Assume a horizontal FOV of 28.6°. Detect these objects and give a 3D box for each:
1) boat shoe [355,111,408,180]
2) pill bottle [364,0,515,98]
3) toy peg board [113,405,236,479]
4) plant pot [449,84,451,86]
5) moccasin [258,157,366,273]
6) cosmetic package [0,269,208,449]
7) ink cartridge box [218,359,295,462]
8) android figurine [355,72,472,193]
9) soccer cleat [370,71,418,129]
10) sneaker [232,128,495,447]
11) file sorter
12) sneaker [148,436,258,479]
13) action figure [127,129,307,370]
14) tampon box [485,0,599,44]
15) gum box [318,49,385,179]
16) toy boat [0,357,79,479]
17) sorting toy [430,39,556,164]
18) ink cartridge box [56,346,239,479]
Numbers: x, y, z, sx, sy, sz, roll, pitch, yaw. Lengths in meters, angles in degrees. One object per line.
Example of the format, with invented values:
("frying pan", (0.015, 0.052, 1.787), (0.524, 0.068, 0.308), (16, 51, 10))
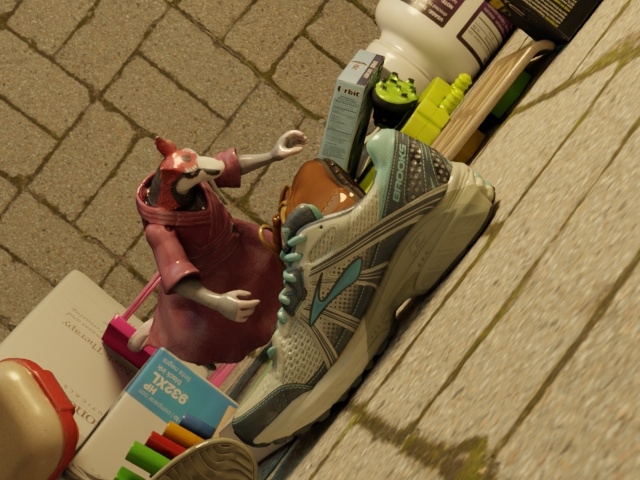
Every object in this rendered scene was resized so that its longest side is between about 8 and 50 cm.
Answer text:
("boat shoe", (0.129, -0.172, 2.097), (0.206, 0.075, 0.065), (-45, 49, 17))
("pill bottle", (0.205, -0.357, 1.833), (0.323, 0.181, 0.181), (-52, 4, -1))
("toy peg board", (-0.163, 0.243, 1.244), (0.161, 0.079, 0.160), (-59, 2, 18))
("plant pot", (0.181, -0.319, 2.027), (0.167, 0.167, 0.165), (-48, 13, 47))
("moccasin", (0.002, 0.002, 1.403), (0.147, 0.139, 0.380), (-43, 14, 3))
("cosmetic package", (-0.458, 0.328, 2.211), (0.327, 0.329, 0.393), (-50, 5, 24))
("ink cartridge box", (-0.037, 0.131, 1.177), (0.181, 0.056, 0.225), (-54, 6, -30))
("android figurine", (0.108, -0.113, 1.676), (0.273, 0.056, 0.248), (-50, 4, 28))
("soccer cleat", (0.094, -0.176, 1.647), (0.179, 0.060, 0.072), (-55, -13, -75))
("sneaker", (0.008, 0.035, 1.000), (0.283, 0.122, 0.110), (-52, 4, 2))
("file sorter", (-0.221, 0.145, 2.075), (0.182, 0.202, 0.291), (-52, 4, -15))
("sneaker", (-0.133, 0.247, 0.997), (0.222, 0.083, 0.118), (-54, 4, -8))
("action figure", (-0.155, -0.011, 1.632), (0.248, 0.276, 0.370), (-63, -33, -31))
("tampon box", (0.253, -0.293, 1.287), (0.161, 0.101, 0.120), (-52, 3, 2))
("gum box", (0.034, -0.143, 1.658), (0.157, 0.041, 0.184), (-60, -14, -64))
("toy boat", (-0.352, 0.243, 1.496), (0.231, 0.151, 0.151), (-49, -23, 27))
("sorting toy", (0.164, -0.128, 1.354), (0.208, 0.038, 0.193), (-47, 4, 1))
("ink cartridge box", (-0.247, 0.291, 1.564), (0.307, 0.129, 0.223), (-53, 4, -10))
